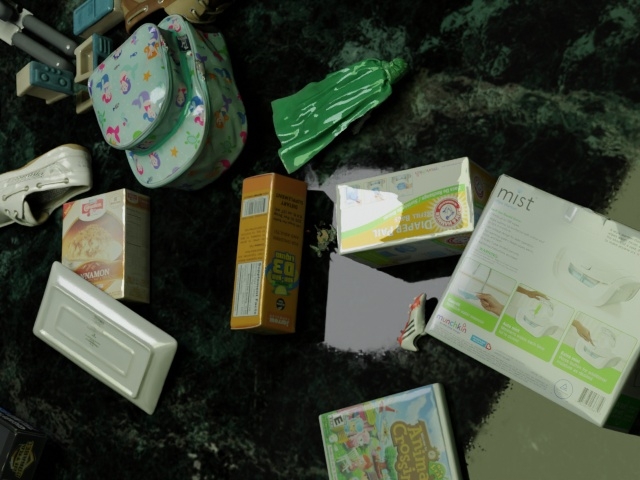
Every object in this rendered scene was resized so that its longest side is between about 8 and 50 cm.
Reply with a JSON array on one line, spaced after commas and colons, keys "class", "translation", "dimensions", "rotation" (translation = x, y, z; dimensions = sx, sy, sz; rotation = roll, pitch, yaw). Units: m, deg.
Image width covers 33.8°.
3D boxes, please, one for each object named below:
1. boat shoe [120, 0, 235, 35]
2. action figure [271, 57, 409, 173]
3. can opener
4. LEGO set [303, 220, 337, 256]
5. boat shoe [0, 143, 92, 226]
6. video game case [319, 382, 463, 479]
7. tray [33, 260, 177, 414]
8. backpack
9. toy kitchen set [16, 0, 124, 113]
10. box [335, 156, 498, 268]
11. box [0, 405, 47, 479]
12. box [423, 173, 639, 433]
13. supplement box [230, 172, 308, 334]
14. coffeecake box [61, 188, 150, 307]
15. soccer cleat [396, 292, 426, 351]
[{"class": "boat shoe", "translation": [-0.208, -0.407, 1.758], "dimensions": [0.324, 0.122, 0.120], "rotation": [-4, 81, 39]}, {"class": "action figure", "translation": [0.035, -0.207, 1.583], "dimensions": [0.232, 0.063, 0.137], "rotation": [-29, 63, 26]}, {"class": "can opener", "translation": [-0.557, -0.392, 1.978], "dimensions": [0.280, 0.093, 0.074], "rotation": [33, 95, 28]}, {"class": "LEGO set", "translation": [0.000, -0.002, 1.582], "dimensions": [0.083, 0.023, 0.054], "rotation": [14, 83, 46]}, {"class": "boat shoe", "translation": [-0.519, -0.071, 1.864], "dimensions": [0.277, 0.098, 0.096], "rotation": [-27, 64, 22]}, {"class": "video game case", "translation": [0.099, 0.320, 1.435], "dimensions": [0.193, 0.023, 0.212], "rotation": [-20, 68, 26]}, {"class": "tray", "translation": [-0.358, 0.158, 1.695], "dimensions": [0.270, 0.030, 0.145], "rotation": [30, 111, 21]}, {"class": "backpack", "translation": [-0.238, -0.210, 1.683], "dimensions": [0.225, 0.191, 0.253], "rotation": [-32, 72, 33]}, {"class": "toy kitchen set", "translation": [-0.429, -0.345, 1.823], "dimensions": [0.122, 0.166, 0.207], "rotation": [-21, 67, 41]}, {"class": "box", "translation": [0.136, -0.034, 1.448], "dimensions": [0.203, 0.114, 0.103], "rotation": [-10, 73, 28]}, {"class": "box", "translation": [-0.611, 0.417, 1.787], "dimensions": [0.293, 0.073, 0.295], "rotation": [17, 86, 43]}, {"class": "box", "translation": [0.302, 0.075, 1.312], "dimensions": [0.262, 0.127, 0.231], "rotation": [26, 92, 34]}, {"class": "supplement box", "translation": [-0.076, 0.022, 1.575], "dimensions": [0.080, 0.078, 0.233], "rotation": [-5, 75, 46]}, {"class": "coffeecake box", "translation": [-0.360, 0.020, 1.762], "dimensions": [0.142, 0.068, 0.185], "rotation": [-12, 72, 30]}, {"class": "soccer cleat", "translation": [0.136, 0.114, 1.464], "dimensions": [0.035, 0.029, 0.083], "rotation": [24, 94, 25]}]
